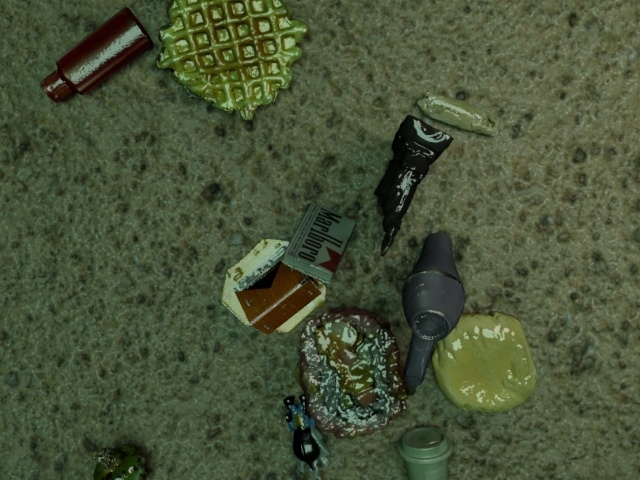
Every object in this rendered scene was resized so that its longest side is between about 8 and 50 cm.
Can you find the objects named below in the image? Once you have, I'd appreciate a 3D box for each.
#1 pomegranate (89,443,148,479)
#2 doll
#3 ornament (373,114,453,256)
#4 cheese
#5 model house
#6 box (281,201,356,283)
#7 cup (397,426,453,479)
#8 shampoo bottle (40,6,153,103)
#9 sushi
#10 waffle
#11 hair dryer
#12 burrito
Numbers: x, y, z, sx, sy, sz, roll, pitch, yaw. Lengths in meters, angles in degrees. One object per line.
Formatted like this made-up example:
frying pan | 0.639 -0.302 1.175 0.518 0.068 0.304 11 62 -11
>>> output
pomegranate | -0.453 0.507 1.289 0.122 0.122 0.161 -20 130 4
doll | -0.031 0.444 1.295 0.096 0.070 0.195 -17 83 19
ornament | 0.160 -0.097 1.186 0.106 0.251 0.260 23 85 3
cheese | 0.347 0.263 1.243 0.214 0.117 0.226 -10 95 10
model house | -0.116 0.116 1.258 0.219 0.136 0.207 -37 90 4
box | 0.000 0.000 1.241 0.115 0.177 0.036 24 136 1
cup | 0.233 0.490 1.258 0.120 0.120 0.141 -10 100 4
shampoo bottle | -0.509 -0.408 1.307 0.260 0.064 0.102 -35 89 4
sushi | 0.056 0.271 1.235 0.236 0.171 0.270 -13 88 4
waffle | -0.197 -0.436 1.284 0.317 0.073 0.297 32 99 -4
hair dryer | 0.212 0.184 1.219 0.121 0.301 0.361 13 121 7
burrito | 0.302 -0.278 1.266 0.188 0.045 0.058 21 86 5
